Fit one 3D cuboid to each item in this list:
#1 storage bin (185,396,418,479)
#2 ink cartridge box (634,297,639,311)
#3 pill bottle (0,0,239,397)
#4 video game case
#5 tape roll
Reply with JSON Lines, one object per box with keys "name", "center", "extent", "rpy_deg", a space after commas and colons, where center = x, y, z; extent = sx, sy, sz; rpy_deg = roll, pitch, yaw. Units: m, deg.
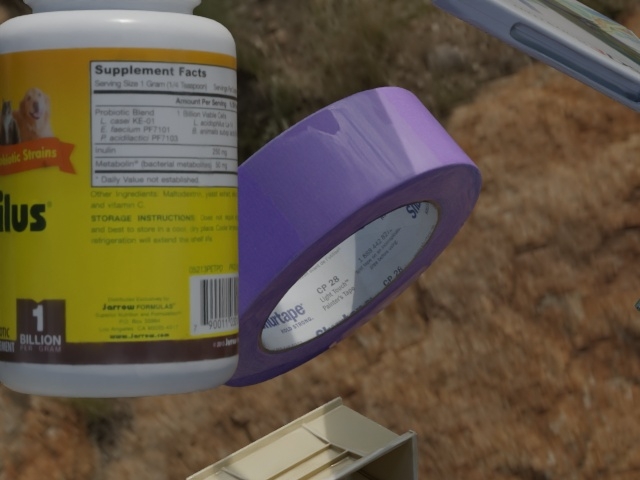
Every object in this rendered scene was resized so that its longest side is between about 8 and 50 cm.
{"name": "storage bin", "center": [-0.024, 0.348, 1.935], "extent": [0.260, 0.262, 0.123], "rpy_deg": [-25, 35, -33]}
{"name": "ink cartridge box", "center": [0.441, 0.036, 1.792], "extent": [0.160, 0.092, 0.219], "rpy_deg": [37, 42, 9]}
{"name": "pill bottle", "center": [-0.098, -0.037, 0.837], "extent": [0.117, 0.117, 0.215], "rpy_deg": [-1, 90, 14]}
{"name": "video game case", "center": [0.221, -0.221, 1.761], "extent": [0.300, 0.329, 0.036], "rpy_deg": [26, 106, -14]}
{"name": "tape roll", "center": [0.000, 0.000, 1.456], "extent": [0.275, 0.275, 0.090], "rpy_deg": [-37, 71, -6]}
